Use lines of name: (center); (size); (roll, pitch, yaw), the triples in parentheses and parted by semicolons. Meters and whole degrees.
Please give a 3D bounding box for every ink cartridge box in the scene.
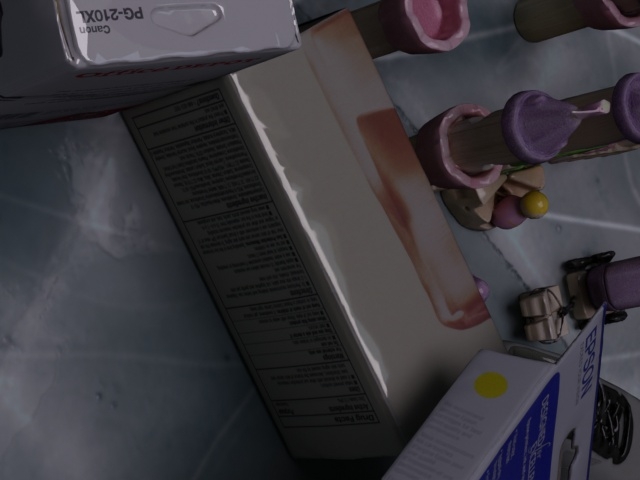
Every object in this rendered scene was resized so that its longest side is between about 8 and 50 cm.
ink cartridge box: (-0.154, -0.139, 1.145); (0.172, 0.237, 0.100); (-10, 89, -38)
ink cartridge box: (0.096, 0.227, 1.281); (0.307, 0.072, 0.303); (-50, 152, -34)

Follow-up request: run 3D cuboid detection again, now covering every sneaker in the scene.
sneaker: (0.200, 0.147, 1.455); (0.271, 0.108, 0.100); (21, 69, -35)

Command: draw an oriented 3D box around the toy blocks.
toy blocks: (0.207, -0.075, 1.398); (0.288, 0.260, 0.309); (-12, 90, -39)

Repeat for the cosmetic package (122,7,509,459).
cosmetic package: (0.000, 0.000, 1.297); (0.129, 0.153, 0.296); (-32, 104, -35)
